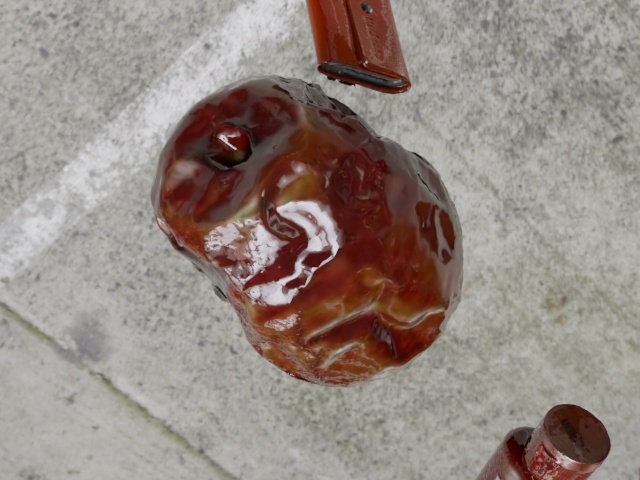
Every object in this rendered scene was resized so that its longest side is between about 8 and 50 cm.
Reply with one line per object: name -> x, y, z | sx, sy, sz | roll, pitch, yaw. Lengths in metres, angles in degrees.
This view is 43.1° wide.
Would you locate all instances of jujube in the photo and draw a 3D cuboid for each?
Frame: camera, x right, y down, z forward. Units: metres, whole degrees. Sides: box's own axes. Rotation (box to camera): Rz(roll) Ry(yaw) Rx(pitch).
jujube -> 0.001, 0.001, 0.816 | 0.276, 0.276, 0.377 | -18, 151, 23

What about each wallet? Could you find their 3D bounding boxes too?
wallet -> 0.042, -0.294, 1.058 | 0.142, 0.204, 0.045 | 8, 150, -34

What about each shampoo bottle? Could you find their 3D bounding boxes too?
shampoo bottle -> 0.219, 0.298, 0.897 | 0.076, 0.118, 0.314 | -10, 140, -25

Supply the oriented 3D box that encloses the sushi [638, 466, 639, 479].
sushi -> 0.622, 0.351, 1.263 | 0.139, 0.184, 0.274 | 31, 89, -29
